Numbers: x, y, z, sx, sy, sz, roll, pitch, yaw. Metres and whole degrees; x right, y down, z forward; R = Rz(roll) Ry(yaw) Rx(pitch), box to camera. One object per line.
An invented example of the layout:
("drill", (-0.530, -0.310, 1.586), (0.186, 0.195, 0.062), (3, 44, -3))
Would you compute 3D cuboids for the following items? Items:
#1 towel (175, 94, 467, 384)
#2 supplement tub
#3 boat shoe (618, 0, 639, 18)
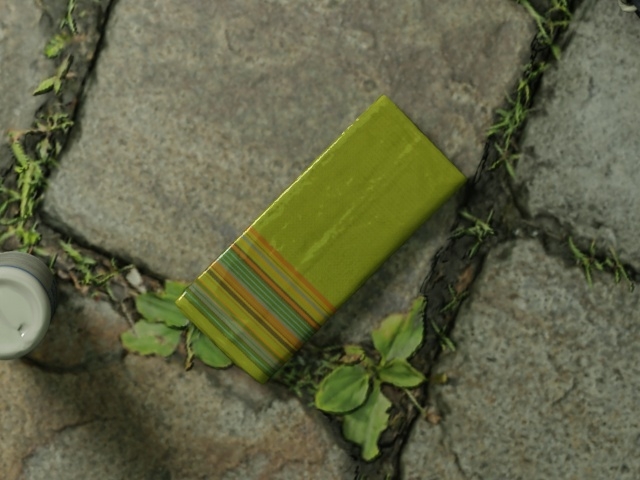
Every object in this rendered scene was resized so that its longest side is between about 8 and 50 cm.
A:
("towel", (0.000, 0.000, 1.318), (0.237, 0.021, 0.102), (-45, 104, 1))
("supplement tub", (-0.237, 0.048, 1.256), (0.071, 0.107, 0.071), (-1, 98, -5))
("boat shoe", (0.250, -0.210, 1.272), (0.158, 0.127, 0.341), (-6, 90, 2))
